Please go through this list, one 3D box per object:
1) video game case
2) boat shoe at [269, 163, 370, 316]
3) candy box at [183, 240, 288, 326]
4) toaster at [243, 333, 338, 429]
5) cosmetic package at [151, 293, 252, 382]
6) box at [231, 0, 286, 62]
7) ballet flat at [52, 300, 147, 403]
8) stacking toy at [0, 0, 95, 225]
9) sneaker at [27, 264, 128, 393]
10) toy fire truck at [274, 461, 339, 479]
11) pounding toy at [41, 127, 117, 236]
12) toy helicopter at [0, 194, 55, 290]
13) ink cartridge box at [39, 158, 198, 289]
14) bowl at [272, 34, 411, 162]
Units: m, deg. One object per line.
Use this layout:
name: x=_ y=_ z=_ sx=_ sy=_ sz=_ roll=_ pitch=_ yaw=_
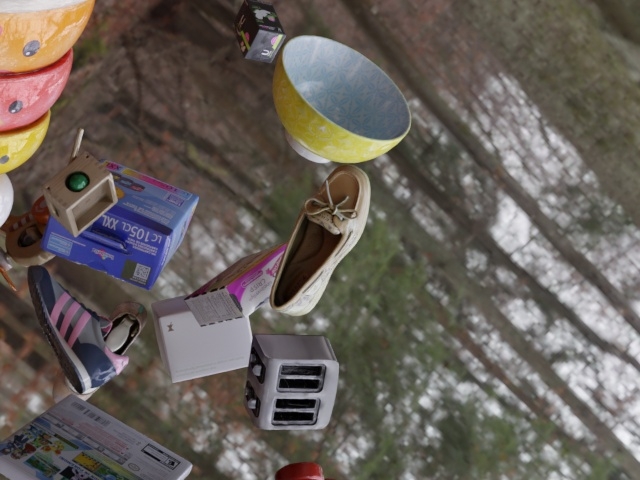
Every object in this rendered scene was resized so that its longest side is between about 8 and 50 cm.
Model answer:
video game case: x=-0.474 y=0.466 z=2.036 sx=0.036 sy=0.328 sz=0.300 roll=-67 pitch=168 yaw=22
boat shoe: x=0.000 y=0.000 z=1.674 sx=0.285 sy=0.104 sz=0.089 roll=-66 pitch=164 yaw=1
candy box: x=-0.144 y=0.084 z=1.834 sx=0.159 sy=0.071 sz=0.233 roll=-36 pitch=-171 yaw=-28
toaster: x=-0.053 y=0.278 z=1.926 sx=0.110 sy=0.185 sz=0.168 roll=-120 pitch=-143 yaw=-62
cosmetic package: x=-0.278 y=0.208 z=2.249 sx=0.196 sy=0.155 sz=0.365 roll=-11 pitch=-175 yaw=-11
box: x=-0.100 y=-0.339 z=1.576 sx=0.062 sy=0.052 sz=0.083 roll=-56 pitch=-138 yaw=39
ballet flat: x=-0.528 y=0.275 z=2.310 sx=0.316 sy=0.107 sz=0.106 roll=-54 pitch=-164 yaw=0
stacking toy: x=-0.492 y=-0.213 z=1.420 sx=0.351 sy=0.350 sz=0.480 roll=-76 pitch=177 yaw=-59
sneaker: x=-0.530 y=0.177 z=2.116 sx=0.131 sy=0.319 sz=0.112 roll=-21 pitch=158 yaw=-28
toy fire truck: x=-0.078 y=0.594 z=2.012 sx=0.253 sy=0.302 sz=0.169 roll=-20 pitch=-125 yaw=13
pounding toy: x=-0.452 y=-0.108 z=1.818 sx=0.130 sy=0.100 sz=0.141 roll=-44 pitch=164 yaw=-22
toy helicopter: x=-0.754 y=-0.013 z=2.408 sx=0.355 sy=0.140 sz=0.235 roll=16 pitch=-120 yaw=40
ink cartridge box: x=-0.460 y=-0.036 z=2.241 sx=0.395 sy=0.269 sz=0.151 roll=-76 pitch=-173 yaw=-70
bowl: x=0.016 y=-0.244 z=1.895 sx=0.156 sy=0.289 sz=0.289 roll=-53 pitch=-170 yaw=37
